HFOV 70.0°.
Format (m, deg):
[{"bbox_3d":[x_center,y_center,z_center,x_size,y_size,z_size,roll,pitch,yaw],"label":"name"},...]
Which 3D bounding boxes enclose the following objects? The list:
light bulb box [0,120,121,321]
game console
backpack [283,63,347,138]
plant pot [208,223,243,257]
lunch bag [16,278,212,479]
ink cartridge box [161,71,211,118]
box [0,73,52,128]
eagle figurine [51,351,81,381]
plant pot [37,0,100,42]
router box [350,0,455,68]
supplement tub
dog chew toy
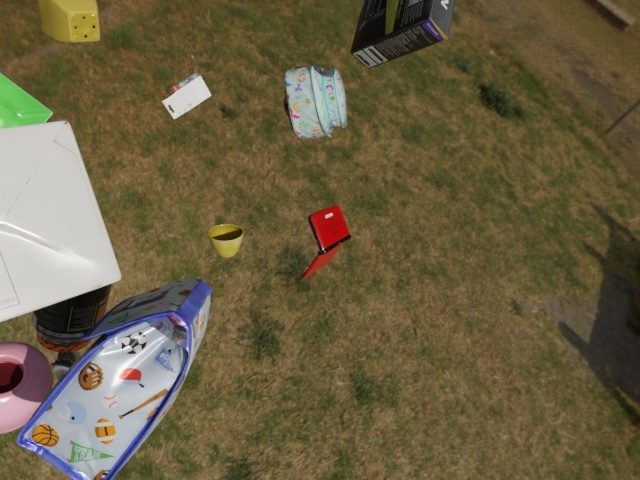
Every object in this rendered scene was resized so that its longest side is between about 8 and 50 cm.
[{"bbox_3d":[-0.529,0.007,0.624,0.357,0.360,0.226,-21,100,-38],"label":"light bulb box"},{"bbox_3d":[0.000,0.000,1.002,0.144,0.085,0.124,-29,98,-61],"label":"game console"},{"bbox_3d":[-0.018,-0.424,1.402,0.253,0.190,0.226,-46,128,-69],"label":"backpack"},{"bbox_3d":[-0.368,0.009,1.789,0.134,0.095,0.134,3,30,-2],"label":"plant pot"},{"bbox_3d":[-0.396,0.261,0.998,0.238,0.328,0.386,40,93,-9],"label":"lunch bag"},{"bbox_3d":[-0.338,-0.362,1.144,0.115,0.063,0.029,-37,54,-9],"label":"ink cartridge box"},{"bbox_3d":[-0.882,-0.366,1.202,0.262,0.231,0.127,42,66,-35],"label":"box"},{"bbox_3d":[-0.823,0.517,1.482,0.226,0.225,0.299,17,78,19],"label":"eagle figurine"},{"bbox_3d":[-0.419,-0.378,0.776,0.081,0.081,0.083,-25,55,-39],"label":"plant pot"},{"bbox_3d":[0.215,-0.604,1.117,0.080,0.242,0.309,24,74,-39],"label":"router box"},{"bbox_3d":[-0.768,0.168,1.416,0.206,0.338,0.207,20,24,-10],"label":"supplement tub"},{"bbox_3d":[-0.795,0.386,1.148,0.206,0.332,0.207,17,52,-23],"label":"dog chew toy"}]
